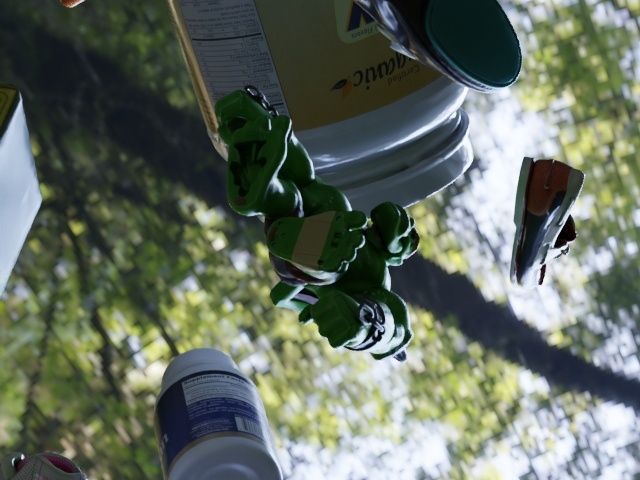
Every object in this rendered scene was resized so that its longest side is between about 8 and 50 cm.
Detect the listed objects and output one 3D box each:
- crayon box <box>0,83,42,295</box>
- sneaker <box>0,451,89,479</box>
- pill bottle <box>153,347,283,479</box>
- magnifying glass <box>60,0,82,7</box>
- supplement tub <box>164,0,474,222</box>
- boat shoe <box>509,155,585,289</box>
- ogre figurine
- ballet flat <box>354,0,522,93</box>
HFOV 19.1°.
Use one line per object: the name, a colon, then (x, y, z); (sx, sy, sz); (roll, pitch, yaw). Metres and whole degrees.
crayon box: (-0.270, 0.052, 0.855); (0.202, 0.081, 0.318); (7, -135, 10)
sneaker: (-0.201, 0.210, 1.356); (0.111, 0.103, 0.252); (-70, -166, -15)
pill bottle: (-0.089, 0.161, 1.576); (0.094, 0.094, 0.169); (-25, -151, 3)
magnifying glass: (-0.186, -0.261, 1.792); (0.231, 0.026, 0.092); (-13, -122, 55)
supplement tub: (-0.006, -0.189, 1.549); (0.228, 0.316, 0.228); (-15, -159, 6)
boat shoe: (0.153, -0.008, 1.290); (0.043, 0.137, 0.049); (9, -124, 8)
ogre figurine: (0.000, 0.000, 1.160); (0.097, 0.118, 0.197); (-50, -127, -2)
ballet flat: (0.054, -0.164, 1.239); (0.074, 0.203, 0.074); (-24, -131, 31)
